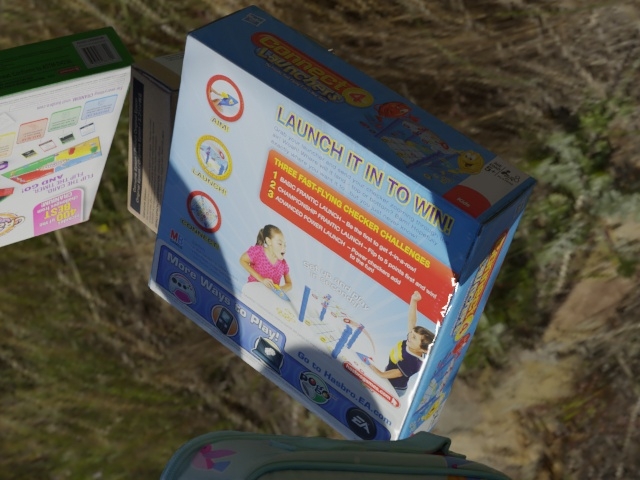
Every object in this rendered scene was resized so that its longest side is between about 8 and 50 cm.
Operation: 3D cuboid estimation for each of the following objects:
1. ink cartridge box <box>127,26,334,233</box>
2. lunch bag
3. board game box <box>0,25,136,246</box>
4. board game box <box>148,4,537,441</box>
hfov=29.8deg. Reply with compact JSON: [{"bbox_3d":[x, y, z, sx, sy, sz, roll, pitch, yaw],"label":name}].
[{"bbox_3d":[-0.105,-0.129,1.395,0.088,0.235,0.193,36,132,38],"label":"ink cartridge box"},{"bbox_3d":[0.013,0.235,0.799,0.108,0.279,0.224,-1,80,48],"label":"lunch bag"},{"bbox_3d":[-0.368,-0.103,1.431,0.064,0.242,0.316,57,144,20],"label":"board game box"},{"bbox_3d":[0.000,0.000,1.059,0.308,0.086,0.301,35,134,21],"label":"board game box"}]
